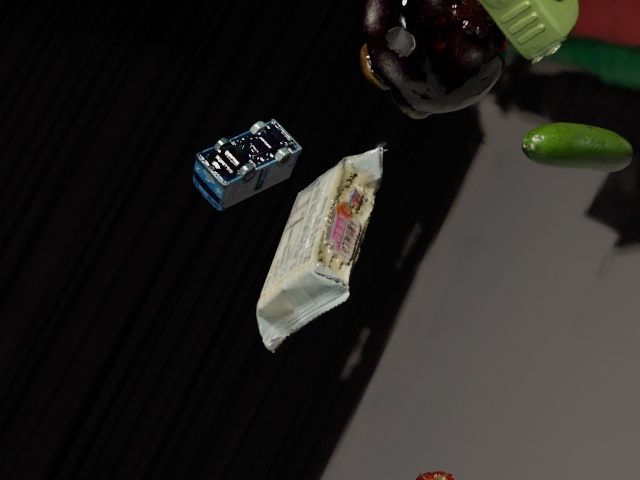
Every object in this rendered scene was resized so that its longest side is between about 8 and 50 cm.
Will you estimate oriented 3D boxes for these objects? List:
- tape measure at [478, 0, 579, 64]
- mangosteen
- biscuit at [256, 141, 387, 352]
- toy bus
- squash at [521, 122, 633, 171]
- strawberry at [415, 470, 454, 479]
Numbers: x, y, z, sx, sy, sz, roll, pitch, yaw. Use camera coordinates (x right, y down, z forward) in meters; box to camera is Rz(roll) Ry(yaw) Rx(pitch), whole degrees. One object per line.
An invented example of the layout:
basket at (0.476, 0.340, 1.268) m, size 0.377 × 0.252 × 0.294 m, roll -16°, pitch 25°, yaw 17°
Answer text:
tape measure at (0.220, -0.307, 1.304) m, size 0.177 × 0.154 × 0.087 m, roll 49°, pitch -35°, yaw -14°
mangosteen at (0.181, -0.344, 2.007) m, size 0.288 × 0.233 × 0.287 m, roll 53°, pitch -5°, yaw 6°
biscuit at (0.003, -0.002, 1.664) m, size 0.079 × 0.309 × 0.186 m, roll 39°, pitch -49°, yaw -19°
toy bus at (-0.134, -0.131, 2.093) m, size 0.090 × 0.184 × 0.106 m, roll 48°, pitch -38°, yaw 19°
squash at (0.470, -0.166, 2.117) m, size 0.292 × 0.082 × 0.082 m, roll 2°, pitch 8°, yaw -40°
strawberry at (0.183, 0.411, 1.904) m, size 0.073 × 0.073 × 0.083 m, roll 23°, pitch -49°, yaw 16°
